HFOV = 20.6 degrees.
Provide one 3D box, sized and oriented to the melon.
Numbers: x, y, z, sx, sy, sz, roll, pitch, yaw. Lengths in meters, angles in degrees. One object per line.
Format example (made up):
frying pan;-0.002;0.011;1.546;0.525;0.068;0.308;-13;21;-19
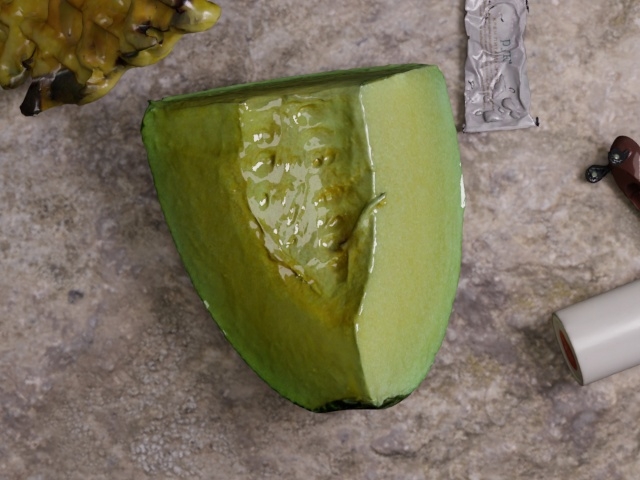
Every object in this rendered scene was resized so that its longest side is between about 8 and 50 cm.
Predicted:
melon;0.000;0.000;1.822;0.331;0.226;0.343;-7;97;-12

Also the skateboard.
skateboard;0.366;-0.051;1.904;0.080;0.067;0.151;-40;88;-24

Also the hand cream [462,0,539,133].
hand cream;0.193;-0.246;1.923;0.084;0.050;0.257;-2;91;1

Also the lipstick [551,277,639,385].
lipstick;0.414;0.059;1.877;0.327;0.087;0.087;-20;85;-3

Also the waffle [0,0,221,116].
waffle;-0.259;-0.336;1.813;0.382;0.095;0.379;-19;90;39
